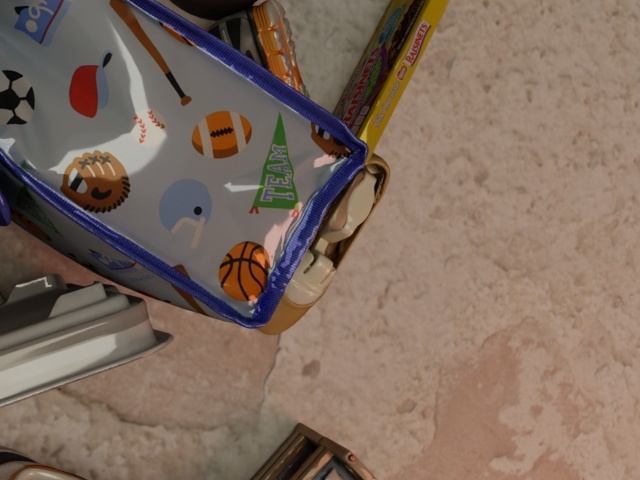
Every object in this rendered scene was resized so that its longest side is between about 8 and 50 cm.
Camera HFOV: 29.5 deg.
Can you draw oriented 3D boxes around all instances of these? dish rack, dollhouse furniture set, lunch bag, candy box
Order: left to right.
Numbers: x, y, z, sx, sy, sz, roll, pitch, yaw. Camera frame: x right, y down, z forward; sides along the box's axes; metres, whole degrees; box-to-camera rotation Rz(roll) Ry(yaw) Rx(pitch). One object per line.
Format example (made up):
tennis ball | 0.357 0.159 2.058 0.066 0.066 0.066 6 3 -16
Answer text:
dish rack | -0.318 0.100 1.058 0.333 0.285 0.072 -18 97 -23
lunch bag | -0.216 -0.101 1.063 0.385 0.328 0.239 35 78 -26
dollhouse furniture set | 0.019 0.318 1.325 0.129 0.129 0.184 -47 112 -14
candy box | 0.064 -0.176 1.308 0.027 0.105 0.206 30 82 -21

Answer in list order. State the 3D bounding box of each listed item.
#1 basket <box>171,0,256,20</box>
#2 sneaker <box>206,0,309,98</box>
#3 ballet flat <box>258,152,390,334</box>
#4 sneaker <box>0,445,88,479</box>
basket | -0.077 -0.319 1.158 0.154 0.227 0.204 -25 105 -21
sneaker | -0.058 -0.144 1.274 0.083 0.084 0.215 -8 114 12
ballet flat | 0.000 0.000 1.313 0.080 0.073 0.232 32 82 -25
sneaker | -0.214 0.311 1.218 0.321 0.127 0.126 28 82 -27
